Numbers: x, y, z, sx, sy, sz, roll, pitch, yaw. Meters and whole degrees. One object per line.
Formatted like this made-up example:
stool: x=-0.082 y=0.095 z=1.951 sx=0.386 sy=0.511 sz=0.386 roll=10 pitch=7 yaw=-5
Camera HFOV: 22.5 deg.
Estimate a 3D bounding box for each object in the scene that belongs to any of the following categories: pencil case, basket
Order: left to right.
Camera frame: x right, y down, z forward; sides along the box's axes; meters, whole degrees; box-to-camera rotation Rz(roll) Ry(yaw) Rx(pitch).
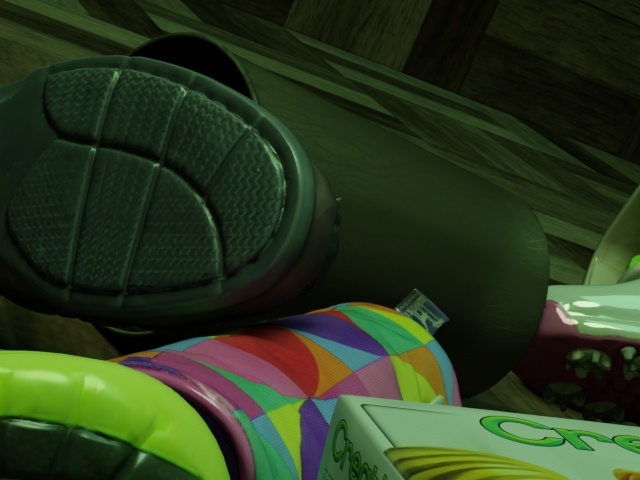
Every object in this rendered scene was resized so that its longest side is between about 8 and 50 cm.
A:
pencil case: x=-0.017 y=0.078 z=0.607 sx=0.104 sy=0.104 sz=0.236 roll=28 pitch=15 yaw=20
basket: x=0.000 y=0.000 z=0.870 sx=0.227 sy=0.154 sz=0.204 roll=20 pitch=7 yaw=-36

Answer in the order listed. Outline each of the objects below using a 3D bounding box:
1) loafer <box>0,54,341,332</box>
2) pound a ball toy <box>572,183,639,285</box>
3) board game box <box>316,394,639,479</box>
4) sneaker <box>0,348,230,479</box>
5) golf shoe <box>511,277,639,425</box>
loafer: x=-0.106 y=-0.015 z=0.700 sx=0.302 sy=0.109 sz=0.095 roll=6 pitch=-15 yaw=36
pound a ball toy: x=0.290 y=0.094 z=1.119 sx=0.319 sy=0.136 sz=0.208 roll=26 pitch=42 yaw=-2
board game box: x=0.167 y=0.114 z=0.468 sx=0.305 sy=0.053 sz=0.193 roll=8 pitch=12 yaw=-17
sneaker: x=-0.171 y=0.062 z=0.373 sx=0.295 sy=0.109 sz=0.123 roll=10 pitch=-9 yaw=-10
golf shoe: x=0.248 y=0.046 z=0.971 sx=0.306 sy=0.140 sz=0.115 roll=8 pitch=-28 yaw=-18
